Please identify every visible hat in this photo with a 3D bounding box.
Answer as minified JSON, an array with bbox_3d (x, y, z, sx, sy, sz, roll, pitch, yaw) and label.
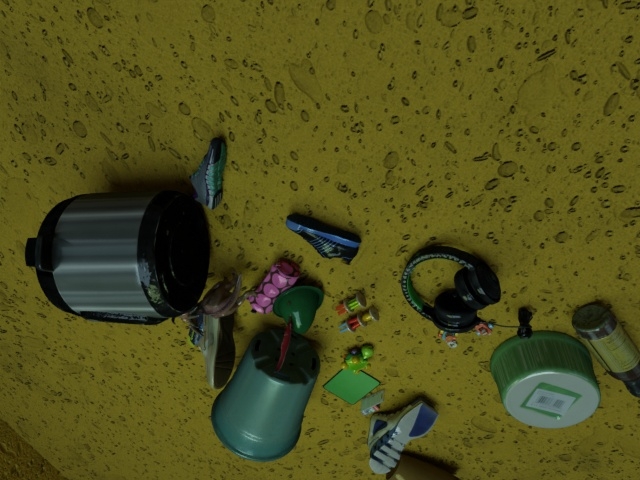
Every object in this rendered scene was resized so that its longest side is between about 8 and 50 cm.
[{"bbox_3d":[-0.057,0.276,1.311,0.173,0.184,0.208,1,136,-21],"label":"hat"}]

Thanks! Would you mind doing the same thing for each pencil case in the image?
[{"bbox_3d":[-0.155,0.149,1.342,0.098,0.095,0.209,34,120,-8],"label":"pencil case"}]

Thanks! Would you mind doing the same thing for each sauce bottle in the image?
[{"bbox_3d":[0.868,0.333,1.217,0.111,0.111,0.344,-32,111,28],"label":"sauce bottle"}]

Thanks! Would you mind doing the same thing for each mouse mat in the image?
[{"bbox_3d":[0.117,0.552,1.585,0.152,0.007,0.190,33,122,-9],"label":"mouse mat"}]

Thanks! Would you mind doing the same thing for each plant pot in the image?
[{"bbox_3d":[-0.172,0.515,1.455,0.341,0.341,0.334,23,115,-2],"label":"plant pot"},{"bbox_3d":[0.403,1.004,1.692,0.254,0.237,0.237,34,124,7],"label":"plant pot"}]

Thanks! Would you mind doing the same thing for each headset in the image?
[{"bbox_3d":[0.434,0.158,1.214,0.394,0.185,0.243,32,129,10],"label":"headset"}]

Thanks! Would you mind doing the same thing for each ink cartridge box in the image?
[{"bbox_3d":[0.204,0.612,1.568,0.115,0.063,0.029,-36,107,29],"label":"ink cartridge box"}]

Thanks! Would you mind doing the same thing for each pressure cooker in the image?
[{"bbox_3d":[-0.575,0.040,1.199,0.420,0.376,0.370,-1,133,8],"label":"pressure cooker"}]

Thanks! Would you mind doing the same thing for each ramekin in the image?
[{"bbox_3d":[0.702,0.445,1.300,0.303,0.148,0.303,6,123,9],"label":"ramekin"}]

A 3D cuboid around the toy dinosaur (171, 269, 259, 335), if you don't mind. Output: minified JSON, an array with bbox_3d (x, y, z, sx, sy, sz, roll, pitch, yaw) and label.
[{"bbox_3d":[-0.325,0.202,1.286,0.295,0.200,0.127,-28,96,46],"label":"toy dinosaur"}]

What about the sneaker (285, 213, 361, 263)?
[{"bbox_3d":[0.000,0.000,1.218,0.232,0.081,0.090,20,117,-2],"label":"sneaker"}]

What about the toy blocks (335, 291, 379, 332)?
[{"bbox_3d":[0.100,0.246,1.367,0.148,0.054,0.123,-33,110,28],"label":"toy blocks"}]

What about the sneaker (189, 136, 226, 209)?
[{"bbox_3d":[-0.330,-0.193,1.173,0.098,0.083,0.224,20,125,6],"label":"sneaker"}]

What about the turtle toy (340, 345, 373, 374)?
[{"bbox_3d":[0.133,0.416,1.458,0.130,0.066,0.095,-33,133,25],"label":"turtle toy"}]

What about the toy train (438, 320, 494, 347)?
[{"bbox_3d":[0.459,0.297,1.323,0.125,0.046,0.166,43,120,-14],"label":"toy train"}]

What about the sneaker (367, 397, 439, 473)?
[{"bbox_3d":[0.277,0.697,1.573,0.127,0.182,0.315,43,92,-17],"label":"sneaker"}]

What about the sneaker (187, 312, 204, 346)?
[{"bbox_3d":[-0.449,0.324,1.545,0.053,0.059,0.144,34,111,28],"label":"sneaker"}]

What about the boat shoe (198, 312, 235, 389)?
[{"bbox_3d":[-0.364,0.354,1.434,0.098,0.302,0.109,-8,165,25],"label":"boat shoe"}]
